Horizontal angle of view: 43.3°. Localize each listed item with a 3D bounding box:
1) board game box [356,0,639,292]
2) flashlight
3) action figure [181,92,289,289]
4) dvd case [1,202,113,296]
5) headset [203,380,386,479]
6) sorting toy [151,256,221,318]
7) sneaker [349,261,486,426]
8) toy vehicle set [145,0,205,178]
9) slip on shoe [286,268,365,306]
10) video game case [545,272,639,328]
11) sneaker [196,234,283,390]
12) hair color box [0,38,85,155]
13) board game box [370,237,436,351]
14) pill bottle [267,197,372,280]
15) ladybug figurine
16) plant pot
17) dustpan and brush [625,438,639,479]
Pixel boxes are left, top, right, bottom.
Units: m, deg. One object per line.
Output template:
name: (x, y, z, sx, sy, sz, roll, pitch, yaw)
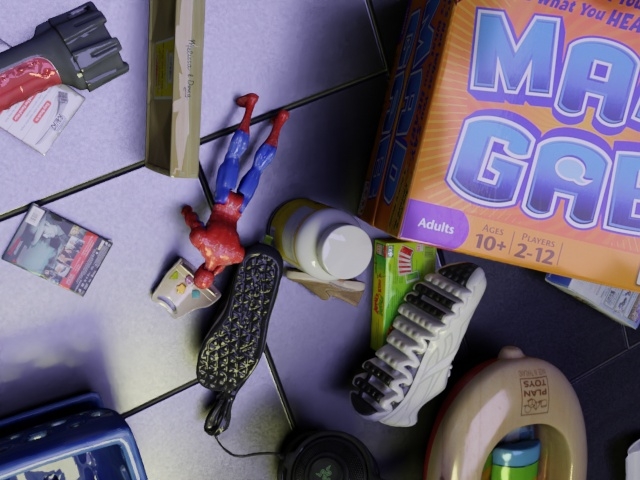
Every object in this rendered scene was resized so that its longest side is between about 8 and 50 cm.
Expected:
board game box: (0.281, -0.150, 1.103, 0.357, 0.356, 0.356, 13, 95, -6)
flashlight: (-0.375, -0.165, 0.946, 0.304, 0.103, 0.103, -29, 137, -16)
action figure: (-0.137, -0.056, 1.144, 0.092, 0.139, 0.280, 26, 67, -23)
dvd case: (-0.355, 0.013, 1.092, 0.120, 0.013, 0.087, 29, 87, -27)
headset: (0.018, 0.326, 1.209, 0.394, 0.243, 0.185, 23, 74, -3)
sorting toy: (-0.200, 0.073, 1.158, 0.075, 0.045, 0.083, -45, 114, -2)
sneaker: (0.168, 0.164, 1.259, 0.118, 0.110, 0.292, 33, 94, -33)
toy vehicle set: (-0.189, -0.218, 1.037, 0.035, 0.166, 0.266, 0, 100, -23)
slip on shoe: (0.007, 0.072, 1.244, 0.135, 0.051, 0.041, 12, 92, -33)
video game case: (0.535, -0.005, 1.430, 0.244, 0.061, 0.269, 26, 89, -37)
sneaker: (-0.108, 0.106, 1.170, 0.084, 0.097, 0.234, 24, 96, -8)
hair color box: (-0.395, -0.192, 1.015, 0.167, 0.053, 0.093, 36, 85, -24)
board game box: (0.134, 0.088, 1.304, 0.092, 0.043, 0.181, -2, 101, -23)
pill bottle: (0.000, 0.000, 1.151, 0.103, 0.184, 0.103, -5, 102, -23)
ladybug figurine: (0.298, 0.389, 1.367, 0.305, 0.162, 0.448, 0, 100, -25)
plant pot: (-0.349, 0.341, 1.046, 0.236, 0.212, 0.235, -17, 106, -21)
dustpan and brush: (0.678, 0.430, 1.608, 0.211, 0.060, 0.147, -17, 117, -14)
